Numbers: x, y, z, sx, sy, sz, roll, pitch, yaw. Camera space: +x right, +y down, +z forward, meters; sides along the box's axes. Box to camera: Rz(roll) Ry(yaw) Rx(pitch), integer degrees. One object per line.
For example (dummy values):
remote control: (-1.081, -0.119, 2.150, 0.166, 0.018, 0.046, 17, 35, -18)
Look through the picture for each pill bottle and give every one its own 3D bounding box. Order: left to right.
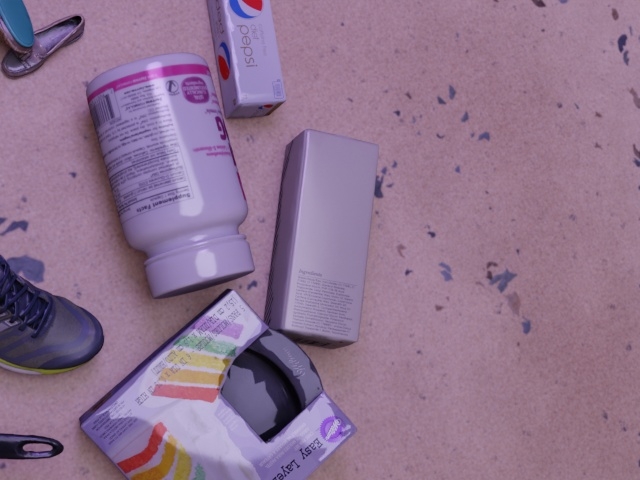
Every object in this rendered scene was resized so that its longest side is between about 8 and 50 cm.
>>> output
pill bottle: (-0.184, -0.079, 1.571, 0.160, 0.160, 0.283, -14, 86, -22)

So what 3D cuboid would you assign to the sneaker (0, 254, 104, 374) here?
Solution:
sneaker: (-0.388, 0.071, 1.469, 0.300, 0.121, 0.111, 25, 60, -24)

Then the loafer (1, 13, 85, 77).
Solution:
loafer: (-0.357, -0.256, 1.605, 0.125, 0.039, 0.045, -39, 94, -22)

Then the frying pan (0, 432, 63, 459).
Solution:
frying pan: (-0.482, 0.205, 1.429, 0.326, 0.053, 0.197, -18, 106, -13)

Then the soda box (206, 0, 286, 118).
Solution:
soda box: (-0.104, -0.278, 1.685, 0.069, 0.074, 0.216, -6, 81, -21)

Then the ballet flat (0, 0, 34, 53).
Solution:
ballet flat: (-0.425, -0.321, 1.584, 0.067, 0.073, 0.206, -24, 79, 20)

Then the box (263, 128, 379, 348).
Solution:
box: (0.000, 0.000, 1.660, 0.113, 0.094, 0.275, 12, 75, -17)

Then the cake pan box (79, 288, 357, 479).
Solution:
cake pan box: (-0.122, 0.228, 1.559, 0.267, 0.070, 0.245, -41, 97, -9)
